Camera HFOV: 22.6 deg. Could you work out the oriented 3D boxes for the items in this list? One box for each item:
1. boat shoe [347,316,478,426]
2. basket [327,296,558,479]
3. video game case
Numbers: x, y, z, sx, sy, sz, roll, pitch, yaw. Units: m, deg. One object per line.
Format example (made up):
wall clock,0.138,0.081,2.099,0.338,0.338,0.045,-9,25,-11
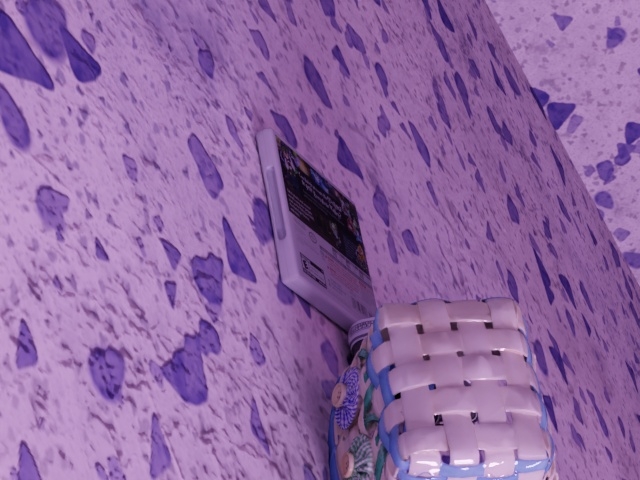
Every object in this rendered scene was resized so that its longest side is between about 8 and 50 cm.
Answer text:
boat shoe,0.104,0.153,1.628,0.228,0.080,0.076,43,34,-49
basket,0.107,0.200,1.438,0.289,0.201,0.255,88,-4,-46
video game case,0.000,0.000,1.602,0.190,0.022,0.173,39,34,-53
